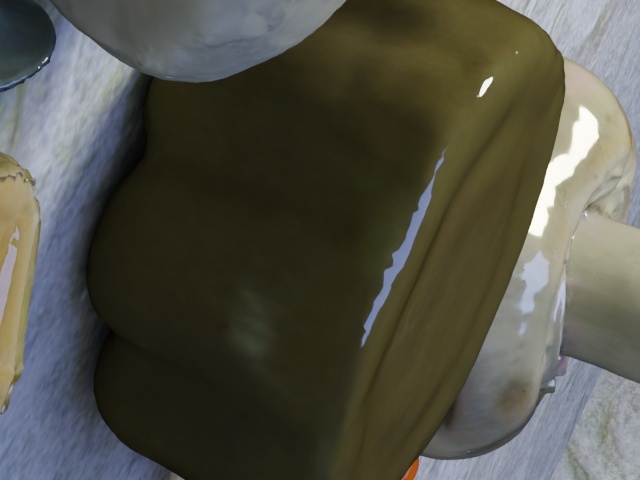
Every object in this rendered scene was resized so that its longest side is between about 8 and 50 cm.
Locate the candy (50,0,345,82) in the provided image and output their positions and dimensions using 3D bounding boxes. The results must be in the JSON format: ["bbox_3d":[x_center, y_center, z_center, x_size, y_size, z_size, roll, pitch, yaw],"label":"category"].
[{"bbox_3d":[-0.010,-0.281,0.881,0.427,0.186,0.386,-59,159,-54],"label":"candy"}]

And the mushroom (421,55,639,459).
[{"bbox_3d":[0.161,0.006,1.574,0.353,0.353,0.325,-29,104,-67],"label":"mushroom"}]

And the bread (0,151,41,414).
[{"bbox_3d":[-0.203,0.027,0.705,0.241,0.107,0.136,-26,130,-68],"label":"bread"}]

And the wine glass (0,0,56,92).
[{"bbox_3d":[-0.145,-0.160,0.711,0.093,0.093,0.202,-54,158,-46],"label":"wine glass"}]

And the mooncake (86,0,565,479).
[{"bbox_3d":[0.000,0.000,1.201,0.378,0.201,0.378,-56,161,-32],"label":"mooncake"}]

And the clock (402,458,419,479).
[{"bbox_3d":[-0.021,0.198,1.365,0.051,0.205,0.205,62,33,-12],"label":"clock"}]
